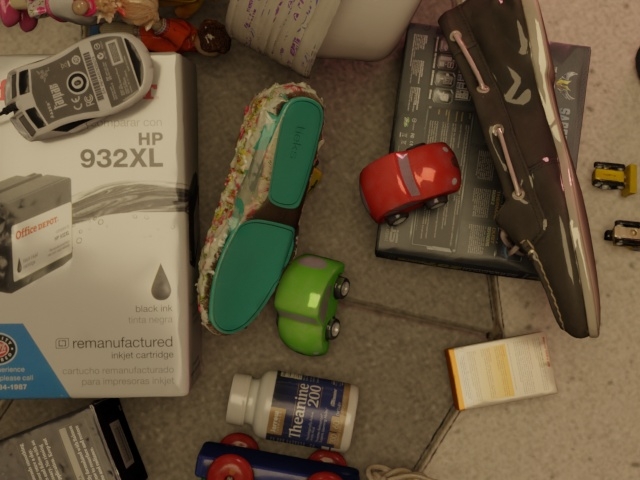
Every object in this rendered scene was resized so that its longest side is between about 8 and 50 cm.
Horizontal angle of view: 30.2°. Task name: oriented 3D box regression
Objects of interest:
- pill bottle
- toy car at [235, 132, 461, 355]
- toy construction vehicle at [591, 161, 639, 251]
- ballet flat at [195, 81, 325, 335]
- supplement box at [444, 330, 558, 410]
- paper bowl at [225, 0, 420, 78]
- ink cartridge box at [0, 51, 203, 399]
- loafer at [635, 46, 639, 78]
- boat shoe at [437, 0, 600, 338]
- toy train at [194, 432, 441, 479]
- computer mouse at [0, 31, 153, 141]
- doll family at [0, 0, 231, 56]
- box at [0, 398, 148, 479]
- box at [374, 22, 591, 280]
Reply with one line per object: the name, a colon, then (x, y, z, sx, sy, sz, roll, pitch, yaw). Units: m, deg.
pill bottle: (-0.027, 0.160, 1.130, 0.120, 0.067, 0.067, 10, 84, 0)
toy car: (0.000, 0.000, 1.121, 0.239, 0.053, 0.225, 13, 93, 26)
toy construction vehicle: (0.315, -0.031, 1.176, 0.098, 0.035, 0.086, 4, 73, -3)
ballet flat: (-0.059, -0.032, 1.088, 0.091, 0.077, 0.241, 19, 94, -35)
supplement box: (0.175, 0.127, 1.152, 0.098, 0.036, 0.062, -9, 84, -2)
paper bowl: (0.041, -0.278, 1.068, 0.148, 0.284, 0.284, 29, 84, 0)
ink cartridge box: (-0.227, -0.016, 1.092, 0.223, 0.129, 0.307, -1, 94, 0)
loafer: (0.413, -0.103, 1.155, 0.096, 0.084, 0.267, -41, 86, -5)
boat shoe: (0.183, -0.069, 1.084, 0.095, 0.112, 0.335, -12, 79, 16)
toy train: (-0.001, 0.275, 1.108, 0.248, 0.105, 0.143, 10, 94, 0)
computer mouse: (-0.228, -0.118, 1.002, 0.193, 0.042, 0.106, -17, 87, 6)
doll family: (-0.163, -0.235, 1.070, 0.163, 0.263, 0.118, 1, 91, 16)
box: (-0.253, 0.214, 1.077, 0.158, 0.156, 0.093, -21, 86, -3)
box: (0.158, -0.086, 1.162, 0.183, 0.059, 0.232, 7, 84, 2)
